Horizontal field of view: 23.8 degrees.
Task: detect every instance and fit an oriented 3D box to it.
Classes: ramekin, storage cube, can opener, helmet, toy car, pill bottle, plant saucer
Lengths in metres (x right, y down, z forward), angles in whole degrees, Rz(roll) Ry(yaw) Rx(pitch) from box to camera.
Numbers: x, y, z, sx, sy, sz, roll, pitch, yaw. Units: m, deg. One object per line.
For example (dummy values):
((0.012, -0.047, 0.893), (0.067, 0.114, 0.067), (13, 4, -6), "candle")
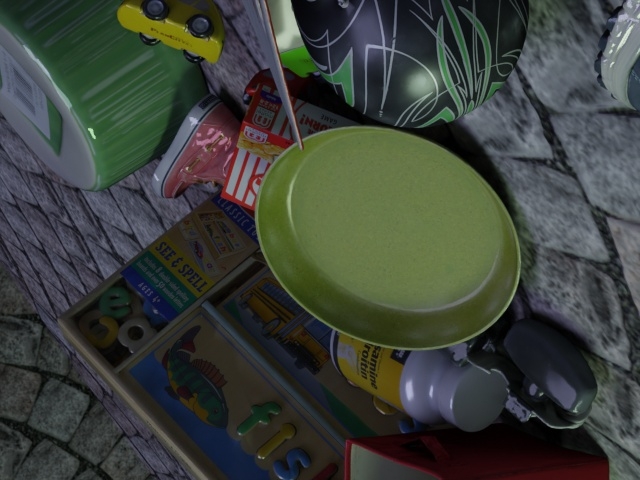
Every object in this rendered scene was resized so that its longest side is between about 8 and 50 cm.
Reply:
((-0.276, -0.200, 1.697), (0.303, 0.148, 0.303), (43, 159, 22), "ramekin")
((0.149, 0.290, 1.474), (0.183, 0.193, 0.215), (10, 100, 61), "storage cube")
((0.146, 0.073, 1.405), (0.280, 0.074, 0.093), (39, 122, 27), "can opener")
((0.062, -0.158, 1.028), (0.161, 0.169, 0.169), (52, 168, 51), "helmet")
((-0.034, -0.169, 1.328), (0.239, 0.053, 0.225), (34, 157, -33), "toy car")
((0.100, 0.122, 1.512), (0.184, 0.103, 0.103), (25, 148, 50), "pill bottle")
((0.061, -0.007, 1.330), (0.241, 0.037, 0.241), (12, 129, 15), "plant saucer")

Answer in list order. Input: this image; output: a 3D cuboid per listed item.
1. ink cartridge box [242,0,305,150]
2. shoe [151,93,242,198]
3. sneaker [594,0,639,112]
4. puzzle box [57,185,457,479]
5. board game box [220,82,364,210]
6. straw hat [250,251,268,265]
((-0.043, -0.243, 1.115), (0.275, 0.060, 0.239), (75, 174, -48), "ink cartridge box")
((-0.125, -0.080, 1.662), (0.081, 0.063, 0.178), (43, 142, 6), "shoe")
((0.233, -0.128, 0.792), (0.122, 0.110, 0.283), (42, 158, 16), "sneaker")
((-0.051, 0.144, 1.633), (0.409, 0.272, 0.052), (43, 159, 20), "puzzle box")
((-0.010, -0.065, 1.423), (0.147, 0.045, 0.193), (22, 159, -1), "board game box")
((0.000, 0.000, 1.570), (0.144, 0.144, 0.061), (20, 101, 55), "straw hat")
